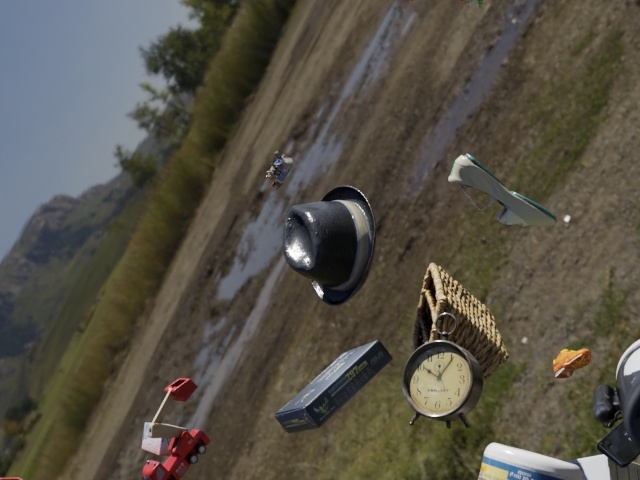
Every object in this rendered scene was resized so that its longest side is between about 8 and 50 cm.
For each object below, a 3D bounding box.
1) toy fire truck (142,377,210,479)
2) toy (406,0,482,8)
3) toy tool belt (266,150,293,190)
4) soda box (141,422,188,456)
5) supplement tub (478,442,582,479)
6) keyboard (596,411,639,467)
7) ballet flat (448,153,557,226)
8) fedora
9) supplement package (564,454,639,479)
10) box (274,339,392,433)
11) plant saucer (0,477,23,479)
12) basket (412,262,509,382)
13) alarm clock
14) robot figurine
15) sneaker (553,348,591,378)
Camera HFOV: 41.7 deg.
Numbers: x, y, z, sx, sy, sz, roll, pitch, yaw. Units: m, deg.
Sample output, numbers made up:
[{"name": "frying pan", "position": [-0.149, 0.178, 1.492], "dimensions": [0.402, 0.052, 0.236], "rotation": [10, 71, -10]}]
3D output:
[{"name": "toy fire truck", "position": [-0.286, 0.377, 1.623], "dimensions": [0.047, 0.135, 0.192], "rotation": [-9, 34, 53]}, {"name": "toy", "position": [0.153, -0.416, 1.363], "dimensions": [0.137, 0.237, 0.056], "rotation": [-53, -24, -69]}, {"name": "toy tool belt", "position": [-0.102, -0.162, 1.942], "dimensions": [0.083, 0.051, 0.052], "rotation": [-57, 14, 15]}, {"name": "soda box", "position": [-0.342, 0.434, 1.835], "dimensions": [0.183, 0.058, 0.063], "rotation": [160, 118, -64]}, {"name": "supplement tub", "position": [0.291, 0.409, 1.224], "dimensions": [0.144, 0.144, 0.199], "rotation": [161, 125, -73]}, {"name": "keyboard", "position": [0.720, 0.447, 1.966], "dimensions": [0.180, 0.108, 0.023], "rotation": [-31, -35, -27]}, {"name": "ballet flat", "position": [0.374, -0.083, 1.757], "dimensions": [0.086, 0.248, 0.086], "rotation": [-54, -2, -3]}, {"name": "fedora", "position": [0.000, 0.000, 2.151], "dimensions": [0.334, 0.152, 0.334], "rotation": [-25, 59, 51]}, {"name": "supplement package", "position": [0.703, 0.652, 2.039], "dimensions": [0.199, 0.263, 0.198], "rotation": [-29, 49, 47]}, {"name": "box", "position": [0.027, 0.317, 1.813], "dimensions": [0.233, 0.059, 0.183], "rotation": [-39, 3, -27]}, {"name": "plant saucer", "position": [-0.653, 0.555, 1.652], "dimensions": [0.259, 0.258, 0.047], "rotation": [24, 96, 40]}, {"name": "basket", "position": [0.286, 0.225, 2.019], "dimensions": [0.213, 0.223, 0.299], "rotation": [-46, 10, 14]}, {"name": "alarm clock", "position": [0.207, 0.216, 1.403], "dimensions": [0.129, 0.064, 0.192], "rotation": [-4, 73, 33]}, {"name": "robot figurine", "position": [0.574, 0.254, 1.369], "dimensions": [0.173, 0.209, 0.278], "rotation": [-66, -8, 19]}, {"name": "sneaker", "position": [0.661, 0.315, 2.235], "dimensions": [0.175, 0.064, 0.067], "rotation": [118, 150, -62]}]
